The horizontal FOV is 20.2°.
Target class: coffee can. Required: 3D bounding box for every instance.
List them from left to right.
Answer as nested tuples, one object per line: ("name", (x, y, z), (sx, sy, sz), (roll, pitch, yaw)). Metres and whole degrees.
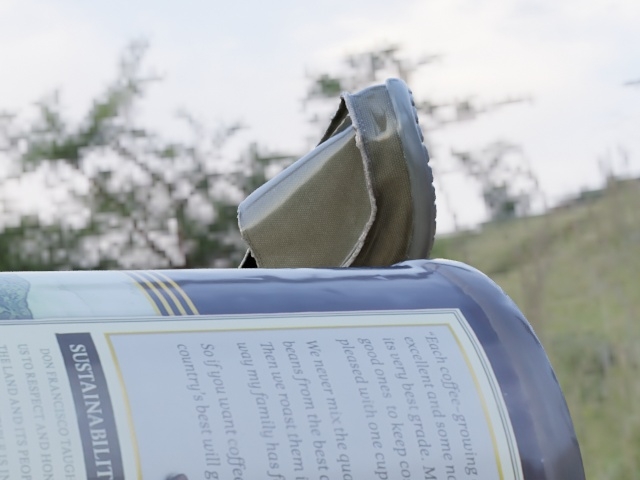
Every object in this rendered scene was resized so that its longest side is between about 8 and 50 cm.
("coffee can", (-0.078, 0.108, 0.594), (0.275, 0.202, 0.201), (0, -16, -24))

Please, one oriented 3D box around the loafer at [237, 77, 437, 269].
("loafer", (0.000, 0.000, 1.035), (0.087, 0.094, 0.251), (-3, -33, -17))
